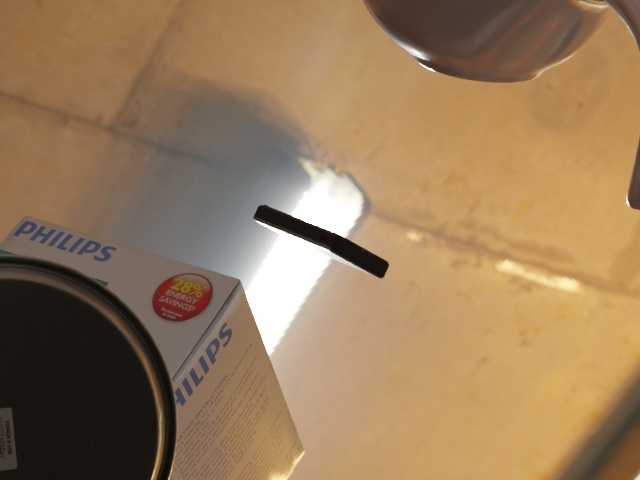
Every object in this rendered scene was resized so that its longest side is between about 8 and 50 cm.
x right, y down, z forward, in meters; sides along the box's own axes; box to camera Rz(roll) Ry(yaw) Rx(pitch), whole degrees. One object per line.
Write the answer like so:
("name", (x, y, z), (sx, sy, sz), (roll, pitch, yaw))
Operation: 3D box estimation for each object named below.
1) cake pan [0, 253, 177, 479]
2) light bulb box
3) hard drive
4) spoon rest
("cake pan", (-0.260, 0.157, 1.016), (0.293, 0.054, 0.293), (1, -92, -12))
("light bulb box", (-0.254, 0.200, 1.612), (0.225, 0.357, 0.361), (-55, -34, -32))
("hard drive", (0.000, 0.000, 1.380), (0.094, 0.135, 0.022), (28, -94, -43))
("spoon rest", (0.111, -0.105, 0.608), (0.137, 0.276, 0.084), (-3, -63, -20))
